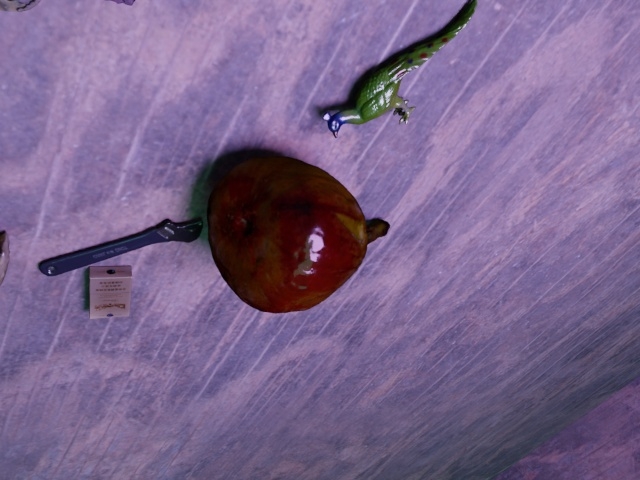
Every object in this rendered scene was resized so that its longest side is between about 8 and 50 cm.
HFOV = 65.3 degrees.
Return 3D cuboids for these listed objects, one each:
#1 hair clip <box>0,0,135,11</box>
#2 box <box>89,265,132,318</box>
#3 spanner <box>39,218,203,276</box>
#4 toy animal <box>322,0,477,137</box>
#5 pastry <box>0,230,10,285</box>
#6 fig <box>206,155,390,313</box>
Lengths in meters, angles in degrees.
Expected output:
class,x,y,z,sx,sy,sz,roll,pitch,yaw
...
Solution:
class,x,y,z,sx,sy,sz,roll,pitch,yaw
hair clip,-0.229,-0.249,0.355,0.146,0.056,0.187,-10,140,-7
box,-0.286,0.071,0.678,0.053,0.024,0.083,1,134,-26
spanner,-0.252,0.009,0.640,0.208,0.012,0.046,-18,139,-8
toy animal,0.104,-0.187,0.592,0.217,0.041,0.075,-36,136,6
pastry,-0.414,0.035,0.515,0.166,0.088,0.166,-23,134,-26
fig,0.006,-0.027,0.631,0.290,0.190,0.191,-20,141,-32
